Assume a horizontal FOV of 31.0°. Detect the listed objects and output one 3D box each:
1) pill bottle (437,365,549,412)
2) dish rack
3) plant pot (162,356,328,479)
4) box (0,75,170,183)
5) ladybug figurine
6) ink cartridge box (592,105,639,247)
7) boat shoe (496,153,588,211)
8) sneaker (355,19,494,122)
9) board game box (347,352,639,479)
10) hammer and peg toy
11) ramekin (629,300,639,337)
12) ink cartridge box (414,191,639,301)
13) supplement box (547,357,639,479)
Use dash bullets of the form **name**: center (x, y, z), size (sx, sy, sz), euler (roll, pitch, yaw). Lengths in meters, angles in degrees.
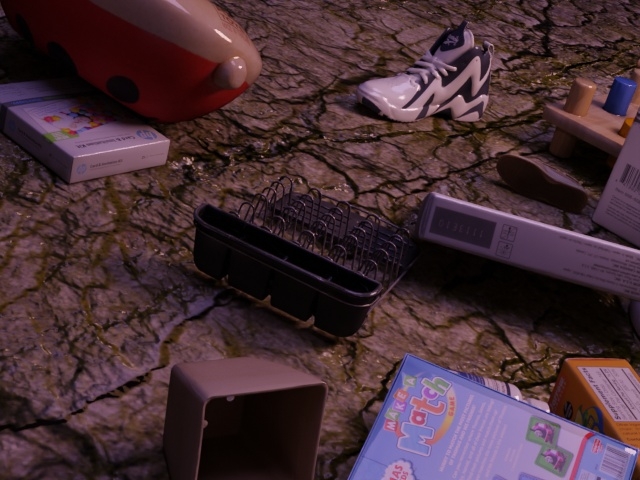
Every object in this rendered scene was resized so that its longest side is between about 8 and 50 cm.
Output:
- **pill bottle**: center (0.143, 0.157, 1.054), size (0.120, 0.067, 0.067), euler (14, 28, -5)
- **dish rack**: center (0.000, 0.000, 1.257), size (0.208, 0.074, 0.271), euler (26, 28, 14)
- **plant pot**: center (-0.071, 0.147, 0.924), size (0.109, 0.109, 0.096), euler (-3, 21, -32)
- **box**: center (-0.296, -0.136, 1.382), size (0.186, 0.038, 0.145), euler (36, 33, 30)
- **ladybug figurine**: center (-0.259, -0.275, 1.466), size (0.449, 0.162, 0.305), euler (35, 3, 38)
- **ink cartridge box**: center (0.509, -0.107, 1.516), size (0.197, 0.273, 0.114), euler (34, 33, 29)
- **boat shoe**: center (0.308, -0.083, 1.610), size (0.135, 0.050, 0.045), euler (30, 25, 3)
- **sneaker**: center (0.168, -0.262, 1.742), size (0.235, 0.153, 0.094), euler (2, 29, -27)
- **board game box**: center (0.137, 0.199, 0.945), size (0.211, 0.039, 0.160), euler (23, 52, 9)
- **hammer and peg toy**: center (0.536, -0.170, 1.807), size (0.266, 0.127, 0.361), euler (34, 32, 33)
- **ramekin**: center (0.513, 0.075, 1.336), size (0.277, 0.135, 0.277), euler (13, 27, -7)
- **ink cartridge box**: center (0.249, 0.008, 1.379), size (0.275, 0.060, 0.239), euler (16, 0, 3)
- **supplement box**: center (0.286, 0.203, 1.039), size (0.080, 0.078, 0.233), euler (4, 29, -17)
